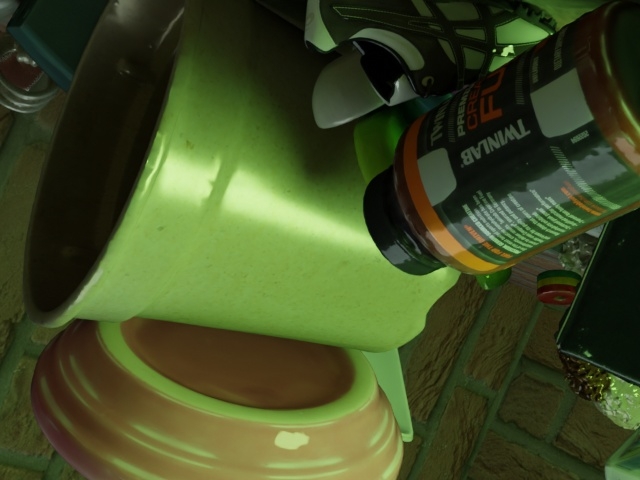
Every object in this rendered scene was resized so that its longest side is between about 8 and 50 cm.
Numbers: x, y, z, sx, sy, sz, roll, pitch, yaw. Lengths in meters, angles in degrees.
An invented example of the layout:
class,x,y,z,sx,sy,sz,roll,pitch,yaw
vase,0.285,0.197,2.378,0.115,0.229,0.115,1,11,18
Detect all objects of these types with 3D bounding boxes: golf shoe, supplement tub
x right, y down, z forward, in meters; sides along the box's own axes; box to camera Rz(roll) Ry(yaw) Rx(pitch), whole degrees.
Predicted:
class,x,y,z,sx,sy,sz,roll,pitch,yaw
golf shoe,0.074,-0.117,0.708,0.198,0.094,0.077,23,179,-23
supplement tub,0.113,-0.045,0.654,0.106,0.106,0.198,25,143,-33

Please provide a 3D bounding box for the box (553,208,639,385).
class,x,y,z,sx,sy,sz,roll,pitch,yaw
box,0.362,0.066,0.834,0.296,0.183,0.294,23,178,25

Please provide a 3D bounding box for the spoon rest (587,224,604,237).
class,x,y,z,sx,sy,sz,roll,pitch,yaw
spoon rest,0.300,-0.025,1.173,0.137,0.084,0.276,22,165,28

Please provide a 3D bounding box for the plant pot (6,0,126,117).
class,x,y,z,sx,sy,sz,roll,pitch,yaw
plant pot,-0.181,-0.191,1.162,0.234,0.165,0.165,33,175,-24

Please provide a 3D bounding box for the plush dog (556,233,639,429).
class,x,y,z,sx,sy,sz,roll,pitch,yaw
plush dog,0.393,0.112,1.338,0.262,0.225,0.210,25,179,-27

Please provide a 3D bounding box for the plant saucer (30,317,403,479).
class,x,y,z,sx,sy,sz,roll,pitch,yaw
plant saucer,-0.081,0.126,1.020,0.332,0.084,0.332,15,-160,-6

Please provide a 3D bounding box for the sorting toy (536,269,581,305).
class,x,y,z,sx,sy,sz,roll,pitch,yaw
sorting toy,0.365,0.059,1.166,0.274,0.046,0.132,-9,155,31

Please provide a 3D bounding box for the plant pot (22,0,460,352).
class,x,y,z,sx,sy,sz,roll,pitch,yaw
plant pot,-0.046,-0.049,0.984,0.305,0.334,0.334,19,-179,-25

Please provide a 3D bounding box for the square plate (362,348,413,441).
class,x,y,z,sx,sy,sz,roll,pitch,yaw
square plate,-0.062,0.057,1.347,0.344,0.049,0.347,22,-143,-27

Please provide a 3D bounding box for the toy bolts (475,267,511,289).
class,x,y,z,sx,sy,sz,roll,pitch,yaw
toy bolts,0.168,-0.065,1.551,0.228,0.159,0.218,13,-146,29

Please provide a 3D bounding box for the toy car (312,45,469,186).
class,x,y,z,sx,sy,sz,roll,pitch,yaw
toy car,0.091,-0.081,0.810,0.136,0.159,0.182,-18,-162,29

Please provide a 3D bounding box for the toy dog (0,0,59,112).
class,x,y,z,sx,sy,sz,roll,pitch,yaw
toy dog,-0.372,-0.261,1.336,0.333,0.220,0.161,33,158,9

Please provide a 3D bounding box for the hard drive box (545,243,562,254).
class,x,y,z,sx,sy,sz,roll,pitch,yaw
hard drive box,0.139,-0.079,1.257,0.232,0.089,0.181,25,178,-24

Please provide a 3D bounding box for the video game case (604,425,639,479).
class,x,y,z,sx,sy,sz,roll,pitch,yaw
video game case,0.473,0.169,1.043,0.300,0.329,0.036,17,130,43
